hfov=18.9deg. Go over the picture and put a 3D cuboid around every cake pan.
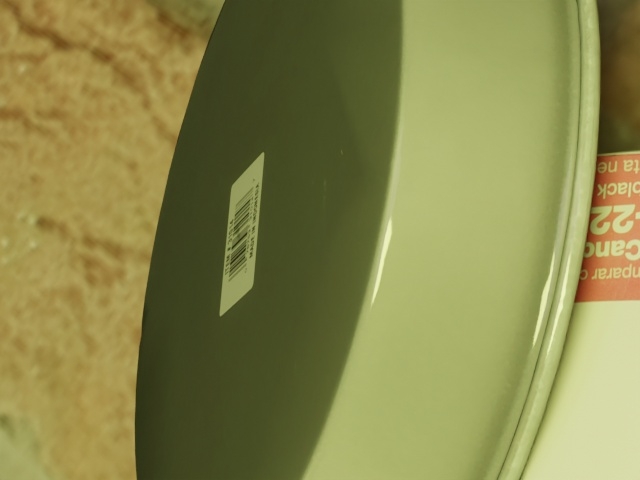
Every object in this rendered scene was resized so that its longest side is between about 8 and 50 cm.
[{"bbox_3d":[0.000,0.000,0.645,0.293,0.054,0.293,-168,90,-72],"label":"cake pan"}]

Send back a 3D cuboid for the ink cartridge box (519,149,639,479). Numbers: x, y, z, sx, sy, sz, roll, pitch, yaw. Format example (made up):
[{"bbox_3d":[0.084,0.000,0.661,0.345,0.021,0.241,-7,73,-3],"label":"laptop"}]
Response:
[{"bbox_3d":[0.126,0.097,0.570,0.092,0.158,0.218,-4,71,29],"label":"ink cartridge box"}]
